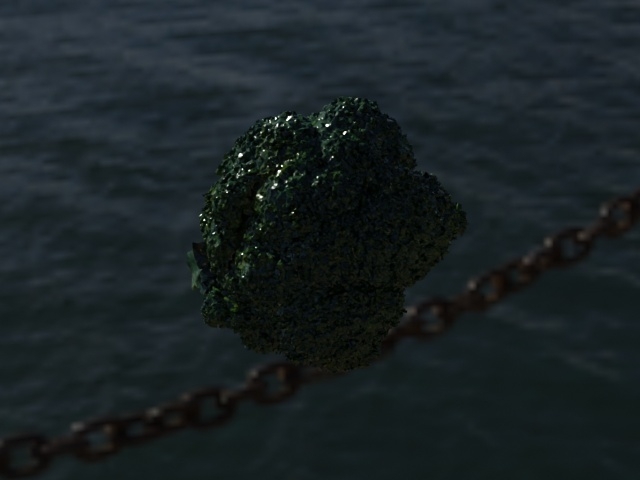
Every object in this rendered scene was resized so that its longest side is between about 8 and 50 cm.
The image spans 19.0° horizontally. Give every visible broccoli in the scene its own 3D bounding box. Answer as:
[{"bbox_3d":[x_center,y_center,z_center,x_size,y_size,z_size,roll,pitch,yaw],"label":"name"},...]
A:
[{"bbox_3d":[0.000,0.000,1.251,0.195,0.156,0.195,-8,62,15],"label":"broccoli"}]
